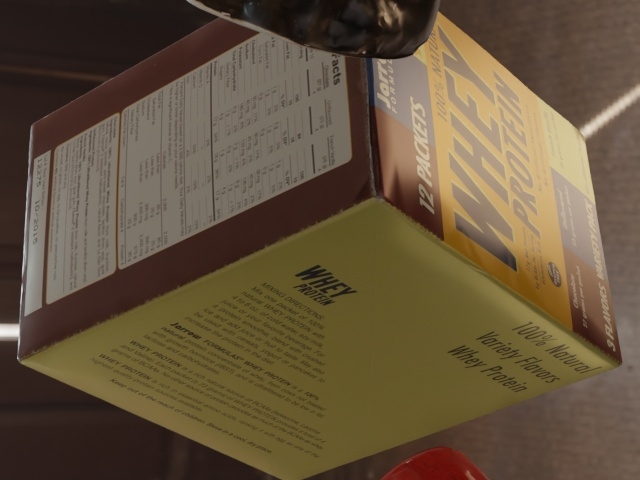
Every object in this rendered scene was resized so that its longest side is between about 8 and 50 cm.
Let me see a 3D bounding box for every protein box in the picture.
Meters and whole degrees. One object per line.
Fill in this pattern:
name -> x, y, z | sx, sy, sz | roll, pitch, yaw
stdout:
protein box -> 0.000, 0.000, 0.741 | 0.201, 0.200, 0.136 | -24, 53, 30

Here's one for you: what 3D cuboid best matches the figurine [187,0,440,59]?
figurine -> -0.038, -0.188, 0.486 | 0.215, 0.092, 0.209 | 22, 104, 20

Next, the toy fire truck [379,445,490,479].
toy fire truck -> 0.047, 0.148, 0.435 | 0.246, 0.158, 0.217 | 47, 165, 48
